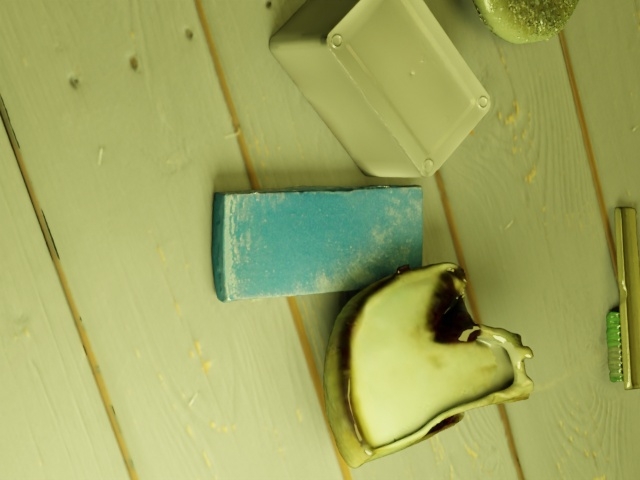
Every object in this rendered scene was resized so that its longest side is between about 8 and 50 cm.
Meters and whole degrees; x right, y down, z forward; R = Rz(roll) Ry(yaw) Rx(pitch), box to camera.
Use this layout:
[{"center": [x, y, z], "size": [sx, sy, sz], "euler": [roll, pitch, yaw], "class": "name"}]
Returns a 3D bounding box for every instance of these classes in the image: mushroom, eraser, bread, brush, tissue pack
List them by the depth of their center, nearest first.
[{"center": [0.082, -0.218, 1.819], "size": [0.159, 0.136, 0.246], "euler": [-48, 116, -20], "class": "tissue pack"}, {"center": [0.000, 0.000, 1.842], "size": [0.311, 0.042, 0.144], "euler": [-4, 97, -32], "class": "eraser"}, {"center": [0.118, 0.162, 1.874], "size": [0.292, 0.212, 0.217], "euler": [-20, 76, -17], "class": "mushroom"}, {"center": [0.300, -0.406, 1.970], "size": [0.267, 0.040, 0.267], "euler": [-9, 102, -44], "class": "bread"}, {"center": [0.470, 0.089, 2.153], "size": [0.054, 0.048, 0.282], "euler": [0, 87, -45], "class": "brush"}]
